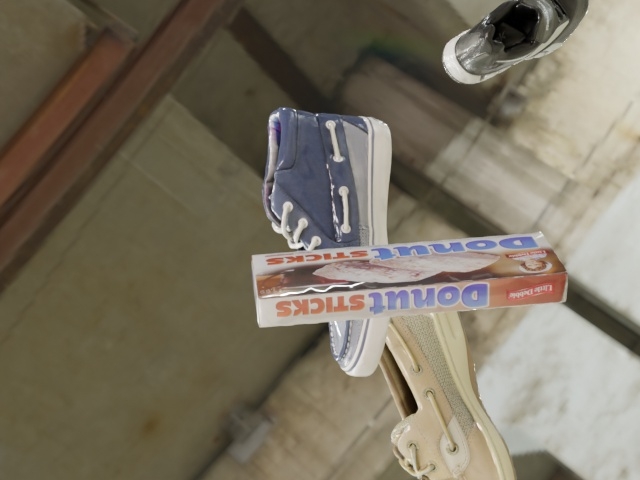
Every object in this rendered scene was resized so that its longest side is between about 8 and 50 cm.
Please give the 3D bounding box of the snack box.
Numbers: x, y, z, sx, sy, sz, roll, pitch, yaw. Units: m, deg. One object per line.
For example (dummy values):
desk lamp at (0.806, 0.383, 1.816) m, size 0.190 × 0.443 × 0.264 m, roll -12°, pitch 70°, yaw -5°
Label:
snack box at (0.050, 0.022, 0.790) m, size 0.178 × 0.064 × 0.022 m, roll -5°, pitch -68°, yaw -4°

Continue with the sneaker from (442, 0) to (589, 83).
sneaker at (0.264, -0.268, 1.668) m, size 0.234 × 0.078 × 0.106 m, roll -29°, pitch -1°, yaw -28°

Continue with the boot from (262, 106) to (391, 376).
boot at (0.000, 0.000, 0.949) m, size 0.086 × 0.190 × 0.069 m, roll 7°, pitch -18°, yaw -19°

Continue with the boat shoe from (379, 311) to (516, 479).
boat shoe at (0.114, 0.190, 1.308) m, size 0.098 × 0.302 × 0.109 m, roll -12°, pitch -14°, yaw -15°
